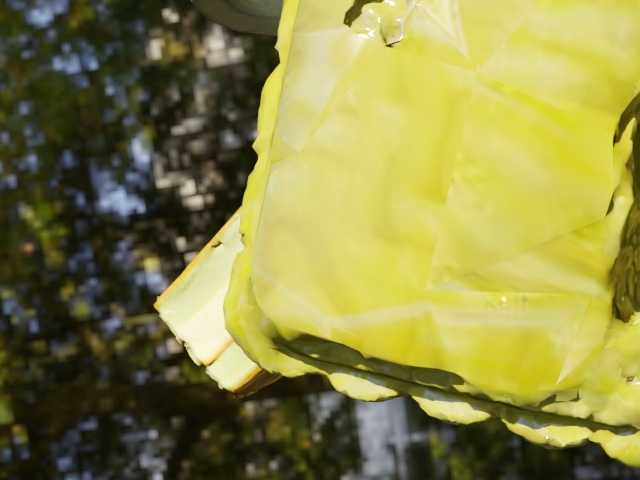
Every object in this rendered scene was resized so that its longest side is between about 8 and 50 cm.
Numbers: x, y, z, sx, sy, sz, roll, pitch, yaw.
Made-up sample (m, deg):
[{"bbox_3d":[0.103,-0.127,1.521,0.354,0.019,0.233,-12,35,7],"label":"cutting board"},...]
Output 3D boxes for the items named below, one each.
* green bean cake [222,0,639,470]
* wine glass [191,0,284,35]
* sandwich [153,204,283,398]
[{"bbox_3d":[0.087,-0.039,0.740,0.124,0.233,0.236,-11,-68,-76],"label":"green bean cake"},{"bbox_3d":[-0.032,-0.275,1.351,0.126,0.126,0.241,56,-146,-63],"label":"wine glass"},{"bbox_3d":[0.000,0.000,1.048,0.079,0.163,0.113,47,-151,9],"label":"sandwich"}]
